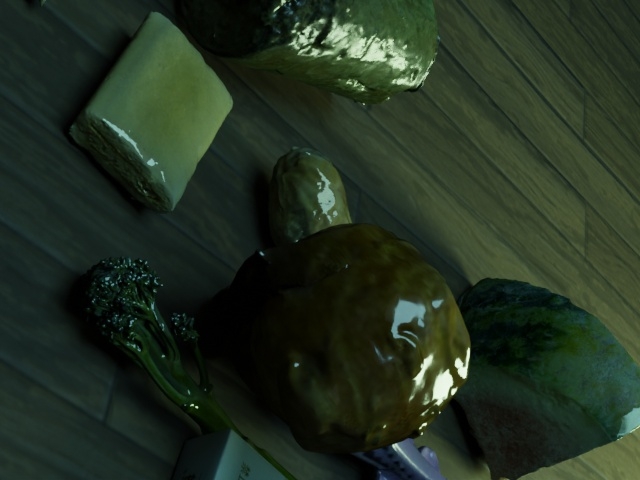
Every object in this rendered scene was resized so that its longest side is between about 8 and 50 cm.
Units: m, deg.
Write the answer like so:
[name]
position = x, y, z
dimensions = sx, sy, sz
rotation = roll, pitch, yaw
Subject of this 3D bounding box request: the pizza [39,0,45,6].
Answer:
[pizza]
position = -0.339, -0.338, 1.182
dimensions = 0.292, 0.058, 0.197
rotation = 60, 37, -14

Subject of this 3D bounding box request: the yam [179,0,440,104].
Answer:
[yam]
position = -0.010, -0.271, 1.487
dimensions = 0.300, 0.195, 0.195
rotation = 11, 65, -53

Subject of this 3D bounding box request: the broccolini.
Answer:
[broccolini]
position = -0.091, 0.154, 1.263
dimensions = 0.392, 0.074, 0.078
rotation = 48, 23, -32

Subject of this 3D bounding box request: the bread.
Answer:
[bread]
position = -0.167, -0.127, 1.309
dimensions = 0.139, 0.060, 0.178
rotation = 51, 39, -24

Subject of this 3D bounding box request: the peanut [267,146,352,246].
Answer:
[peanut]
position = 0.000, 0.000, 1.453
dimensions = 0.099, 0.099, 0.214
rotation = -44, 114, -53

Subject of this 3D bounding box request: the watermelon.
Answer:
[watermelon]
position = 0.283, 0.184, 1.677
dimensions = 0.310, 0.231, 0.193
rotation = 31, 28, 24

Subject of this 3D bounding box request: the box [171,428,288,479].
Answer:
[box]
position = -0.052, 0.312, 1.242
dimensions = 0.243, 0.067, 0.155
rotation = 48, 42, -28

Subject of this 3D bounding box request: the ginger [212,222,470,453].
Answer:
[ginger]
position = 0.027, 0.099, 1.262
dimensions = 0.200, 0.269, 0.223
rotation = -22, 78, -18

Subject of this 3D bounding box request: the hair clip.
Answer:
[hair clip]
position = 0.080, 0.237, 1.455
dimensions = 0.278, 0.090, 0.137
rotation = 55, 24, -33
